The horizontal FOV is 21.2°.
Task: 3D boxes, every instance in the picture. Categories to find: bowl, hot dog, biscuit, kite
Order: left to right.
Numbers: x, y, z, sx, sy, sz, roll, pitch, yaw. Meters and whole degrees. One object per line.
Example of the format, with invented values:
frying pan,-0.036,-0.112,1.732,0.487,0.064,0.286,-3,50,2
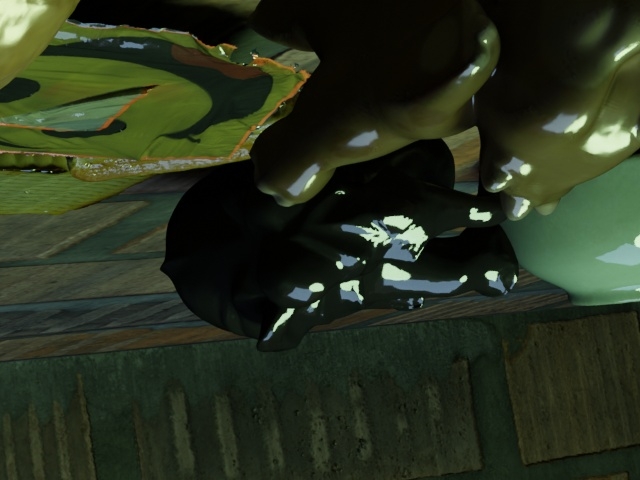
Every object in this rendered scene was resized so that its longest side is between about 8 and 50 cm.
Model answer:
biscuit,-0.273,-0.049,1.408,0.254,0.029,0.172,-1,168,-40
kite,-0.174,-0.092,1.135,0.327,0.013,0.377,-8,166,29
hot dog,-0.088,-0.086,1.291,0.216,0.047,0.066,-9,157,6
bowl,0.314,-0.011,1.767,0.289,0.146,0.289,-8,179,0

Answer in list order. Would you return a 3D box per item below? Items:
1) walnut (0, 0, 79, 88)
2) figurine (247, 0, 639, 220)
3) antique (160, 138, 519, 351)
walnut,-0.183,-0.115,0.570,0.226,0.193,0.193,-27,162,36
figurine,0.098,-0.098,0.963,0.173,0.177,0.247,20,144,-34
antique,0.000,0.000,1.496,0.255,0.185,0.322,-4,174,-36
